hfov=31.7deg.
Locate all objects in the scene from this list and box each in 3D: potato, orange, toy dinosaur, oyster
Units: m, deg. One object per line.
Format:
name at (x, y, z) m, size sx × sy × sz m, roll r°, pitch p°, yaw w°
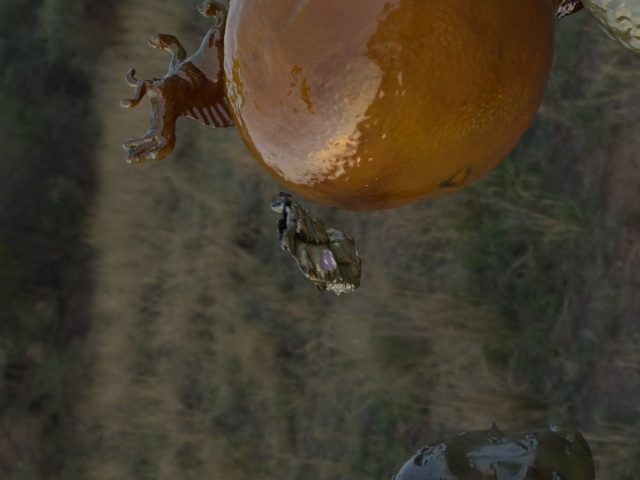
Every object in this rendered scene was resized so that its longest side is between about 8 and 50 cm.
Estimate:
potato at (0.203, 0.301, 1.345) m, size 0.165 × 0.262 × 0.165 m, roll 163°, pitch 90°, yaw -82°
orange at (0.051, -0.144, 0.868) m, size 0.261 × 0.261 × 0.261 m, roll -171°, pitch 90°, yaw -74°
toy dinosaur at (-0.101, -0.157, 1.078) m, size 0.057 × 0.212 × 0.142 m, roll 101°, pitch 149°, yaw -61°
oyster at (0.000, 0.000, 1.519) m, size 0.163 × 0.081 × 0.191 m, roll 60°, pitch -175°, yaw 2°

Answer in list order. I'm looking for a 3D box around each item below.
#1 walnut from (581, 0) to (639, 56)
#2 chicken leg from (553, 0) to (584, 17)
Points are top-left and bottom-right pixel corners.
walnut at (0.146, -0.109, 0.449) m, size 0.092 × 0.092 × 0.092 m, roll -171°, pitch 90°, yaw -74°
chicken leg at (0.172, -0.256, 1.081) m, size 0.106 × 0.253 × 0.051 m, roll 100°, pitch 163°, yaw -44°
